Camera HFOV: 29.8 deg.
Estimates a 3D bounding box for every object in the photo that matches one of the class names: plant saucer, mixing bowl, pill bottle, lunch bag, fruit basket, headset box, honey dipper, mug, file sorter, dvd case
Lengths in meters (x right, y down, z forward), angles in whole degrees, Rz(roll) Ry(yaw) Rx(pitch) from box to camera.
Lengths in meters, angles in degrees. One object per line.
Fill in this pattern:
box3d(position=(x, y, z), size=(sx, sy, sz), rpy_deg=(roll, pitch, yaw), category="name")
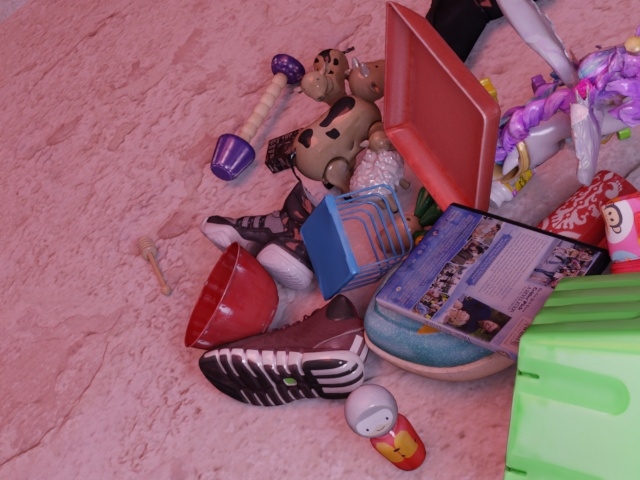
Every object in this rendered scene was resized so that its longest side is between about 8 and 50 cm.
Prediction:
box3d(position=(0.168, -0.166, 1.650), size=(0.048, 0.258, 0.259), rpy_deg=(-22, 53, -16), category="plant saucer")
box3d(position=(-0.127, 0.103, 1.858), size=(0.181, 0.098, 0.181), rpy_deg=(-56, 15, 24), category="mixing bowl")
box3d(position=(0.278, -0.087, 1.780), size=(0.083, 0.043, 0.043), rpy_deg=(-48, 38, -10), category="pill bottle")
box3d(position=(0.477, -0.030, 1.377), size=(0.293, 0.258, 0.120), rpy_deg=(-13, 84, 28), category="lunch bag")
box3d(position=(0.383, 0.186, 1.174), size=(0.392, 0.392, 0.282), rpy_deg=(18, 107, 48), category="fruit basket")
box3d(position=(-0.054, -0.162, 2.149), size=(0.083, 0.032, 0.062), rpy_deg=(-18, 42, 24), category="headset box")
box3d(position=(-0.293, 0.047, 2.139), size=(0.030, 0.030, 0.160), rpy_deg=(-38, 39, 2), category="honey dipper")
box3d(position=(0.355, 0.002, 1.576), size=(0.169, 0.113, 0.150), rpy_deg=(-43, 38, -12), category="mug")
box3d(position=(0.052, 0.002, 1.748), size=(0.105, 0.118, 0.170), rpy_deg=(-15, -11, -18), category="file sorter")
box3d(position=(0.213, 0.048, 1.511), size=(0.253, 0.022, 0.180), rpy_deg=(20, 62, 43), category="dvd case")

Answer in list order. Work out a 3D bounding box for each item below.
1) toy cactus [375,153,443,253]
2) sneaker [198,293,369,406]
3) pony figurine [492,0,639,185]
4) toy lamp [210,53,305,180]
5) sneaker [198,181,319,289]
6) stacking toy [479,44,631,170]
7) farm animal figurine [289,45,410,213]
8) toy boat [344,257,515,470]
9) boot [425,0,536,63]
box3d(position=(0.157, -0.034, 1.796), size=(0.181, 0.112, 0.219), rpy_deg=(-29, 45, 29), category="toy cactus")
box3d(position=(-0.034, 0.154, 1.770), size=(0.281, 0.106, 0.162), rpy_deg=(-2, 39, 33), category="sneaker")
box3d(position=(0.364, -0.199, 1.546), size=(0.364, 0.351, 0.302), rpy_deg=(-20, 64, 6), category="pony figurine")
box3d(position=(-0.121, -0.227, 2.237), size=(0.080, 0.080, 0.274), rpy_deg=(1, 51, 41), category="toy lamp")
box3d(position=(-0.077, -0.023, 1.962), size=(0.269, 0.101, 0.153), rpy_deg=(23, 73, 45), category="sneaker")
box3d(position=(0.348, -0.194, 1.804), size=(0.167, 0.052, 0.221), rpy_deg=(-20, 45, 1), category="stacking toy")
box3d(position=(0.057, -0.219, 1.997), size=(0.330, 0.172, 0.326), rpy_deg=(13, 61, 47), category="farm animal figurine")
box3d(position=(0.140, 0.140, 1.576), size=(0.268, 0.148, 0.318), rpy_deg=(3, 53, 42), category="toy boat")
box3d(position=(0.290, -0.401, 2.051), size=(0.207, 0.094, 0.246), rpy_deg=(-21, 34, 28), category="boot")
